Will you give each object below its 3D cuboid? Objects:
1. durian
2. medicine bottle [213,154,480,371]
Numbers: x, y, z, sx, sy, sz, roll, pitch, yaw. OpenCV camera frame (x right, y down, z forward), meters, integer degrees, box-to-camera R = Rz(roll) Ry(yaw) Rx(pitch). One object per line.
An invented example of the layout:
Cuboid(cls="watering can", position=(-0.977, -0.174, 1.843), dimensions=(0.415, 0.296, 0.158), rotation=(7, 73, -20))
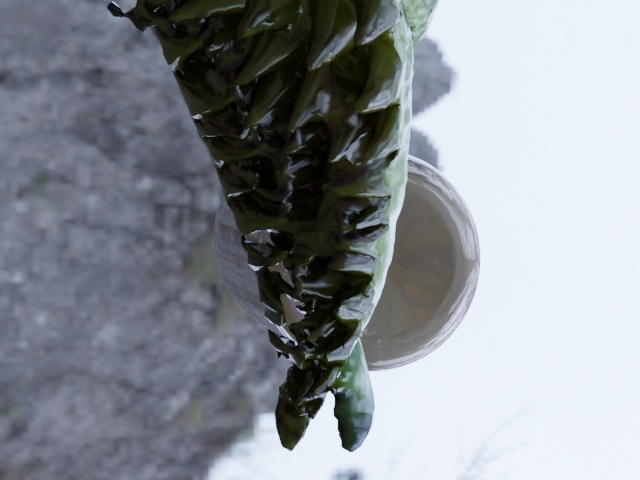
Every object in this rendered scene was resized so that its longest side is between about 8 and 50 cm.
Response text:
Cuboid(cls="durian", position=(-0.020, -0.116, 0.583), dimensions=(0.106, 0.132, 0.375), rotation=(-10, -79, 22))
Cuboid(cls="medicine bottle", position=(0.000, 0.000, 1.054), dimensions=(0.252, 0.114, 0.114), rotation=(-157, -108, -75))
